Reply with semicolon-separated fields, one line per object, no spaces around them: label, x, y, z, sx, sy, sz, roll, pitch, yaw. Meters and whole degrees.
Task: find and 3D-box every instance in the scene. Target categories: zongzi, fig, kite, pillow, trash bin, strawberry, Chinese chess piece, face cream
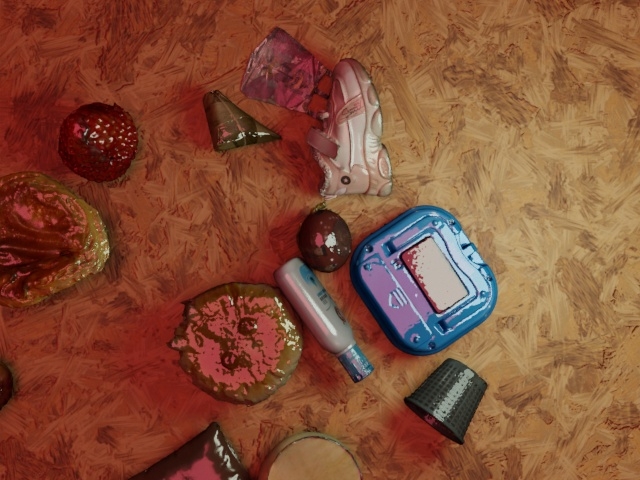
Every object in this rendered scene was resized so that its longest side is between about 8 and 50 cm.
zongzi;-0.203;-0.317;1.828;0.176;0.078;0.160;-14;86;-11
fig;-0.890;0.346;1.764;0.257;0.159;0.159;15;86;18
kite;-0.025;-0.400;1.858;0.360;0.022;0.204;28;87;2
pillow;-0.301;0.652;1.748;0.305;0.108;0.308;-33;87;-5
trash bin;0.315;0.379;1.751;0.175;0.175;0.161;37;77;2
strawberry;-0.547;-0.244;1.733;0.205;0.244;0.205;0;87;-3
Chinese chess piece;-0.024;0.593;1.725;0.257;0.104;0.257;4;74;-16
face cream;0.011;0.194;1.752;0.080;0.163;0.337;-36;87;12

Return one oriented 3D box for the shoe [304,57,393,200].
shoe;0.058;-0.264;1.761;0.198;0.172;0.351;-13;96;1

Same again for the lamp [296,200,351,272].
lamp;0.003;0.003;1.780;0.135;0.157;0.156;-11;131;31

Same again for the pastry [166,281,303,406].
pastry;-0.196;0.249;1.759;0.329;0.136;0.330;0;88;0

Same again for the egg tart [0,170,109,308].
egg tart;-0.709;-0.005;1.764;0.351;0.153;0.339;-33;87;-2

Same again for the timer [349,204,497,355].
timer;0.256;0.098;1.785;0.309;0.115;0.340;-33;87;-5
